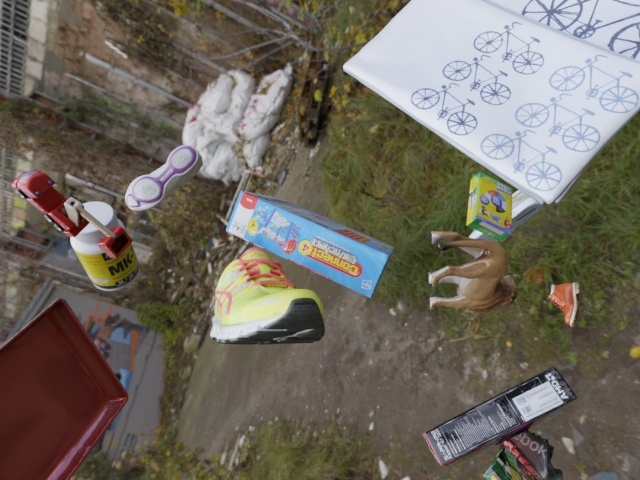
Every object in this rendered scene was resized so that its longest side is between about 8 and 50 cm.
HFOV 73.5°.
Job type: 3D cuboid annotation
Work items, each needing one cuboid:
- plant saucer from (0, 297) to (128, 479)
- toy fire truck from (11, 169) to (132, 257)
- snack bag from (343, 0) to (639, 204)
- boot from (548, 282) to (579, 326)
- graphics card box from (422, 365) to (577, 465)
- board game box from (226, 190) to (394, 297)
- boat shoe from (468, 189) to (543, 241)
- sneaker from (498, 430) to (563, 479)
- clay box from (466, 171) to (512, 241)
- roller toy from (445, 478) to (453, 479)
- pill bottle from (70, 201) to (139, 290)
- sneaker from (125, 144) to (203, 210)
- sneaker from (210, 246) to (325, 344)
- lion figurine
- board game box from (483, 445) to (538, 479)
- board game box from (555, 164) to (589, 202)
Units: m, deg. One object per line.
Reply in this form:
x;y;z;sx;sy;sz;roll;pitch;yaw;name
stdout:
-0.459;0.271;0.689;0.258;0.047;0.259;-65;-35;-54;plant saucer
-0.456;-0.049;0.790;0.135;0.192;0.047;3;49;37;toy fire truck
0.244;-0.246;0.491;0.342;0.037;0.323;-43;60;-1;snack bag
0.744;0.196;1.311;0.084;0.059;0.158;0;43;30;boot
0.468;0.475;1.130;0.370;0.233;0.094;-30;55;4;graphics card box
0.000;0.000;0.921;0.086;0.301;0.308;-67;-10;6;board game box
0.684;-0.083;1.609;0.302;0.109;0.094;-40;42;36;boat shoe
0.593;0.596;1.251;0.276;0.135;0.098;-113;3;-49;sneaker
0.531;-0.118;1.337;0.053;0.127;0.222;128;163;-57;clay box
0.465;0.943;1.437;0.146;0.191;0.209;-30;17;20;roller toy
-0.514;0.016;1.017;0.209;0.119;0.119;96;179;-49;pill bottle
-0.530;-0.200;1.489;0.305;0.114;0.152;-37;-3;-1;sneaker
-0.061;0.050;0.406;0.208;0.081;0.094;-17;68;60;sneaker
0.399;0.089;1.085;0.392;0.240;0.142;62;-151;-64;lion figurine
0.449;0.546;0.847;0.260;0.136;0.030;46;114;28;board game box
0.342;-0.276;0.691;0.066;0.318;0.319;-29;-31;-39;board game box
